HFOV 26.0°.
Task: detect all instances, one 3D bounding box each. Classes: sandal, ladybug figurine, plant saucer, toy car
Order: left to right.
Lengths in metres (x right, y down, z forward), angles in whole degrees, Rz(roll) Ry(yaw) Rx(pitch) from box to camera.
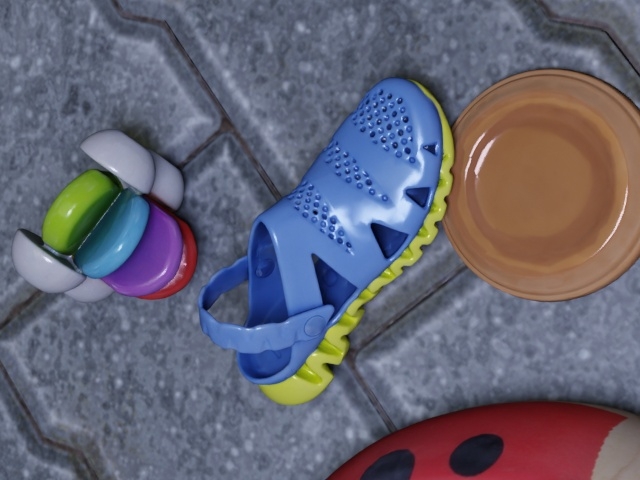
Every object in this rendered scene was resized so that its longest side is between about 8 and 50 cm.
[{"bbox_3d":[-0.181,-0.003,1.277,0.136,0.182,0.159,37,91,16],"label":"toy car"},{"bbox_3d":[0.000,0.000,1.199,0.126,0.138,0.317,39,105,45],"label":"sandal"},{"bbox_3d":[0.126,0.272,1.097,0.449,0.162,0.305,-16,64,33],"label":"ladybug figurine"},{"bbox_3d":[0.188,-0.047,1.175,0.200,0.037,0.200,0,91,25],"label":"plant saucer"}]
